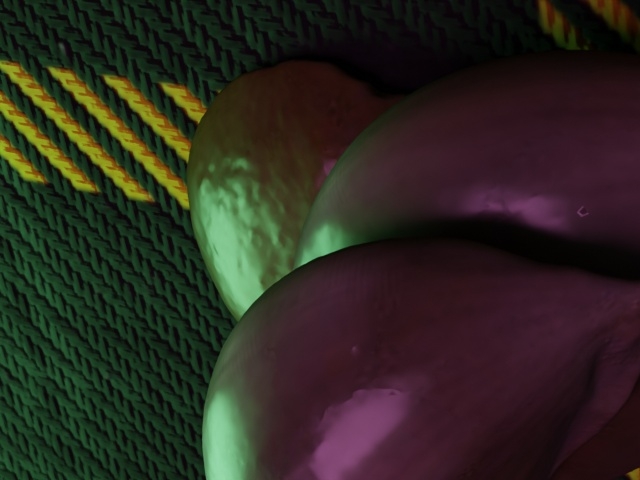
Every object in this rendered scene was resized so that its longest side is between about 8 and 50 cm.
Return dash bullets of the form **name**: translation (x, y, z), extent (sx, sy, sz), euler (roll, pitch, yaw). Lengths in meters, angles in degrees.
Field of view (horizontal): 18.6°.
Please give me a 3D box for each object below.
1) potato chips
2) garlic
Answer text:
- **potato chips**: translation (-0.001, 0.001, 1.055), extent (0.208, 0.062, 0.195), euler (-22, 104, 47)
- **garlic**: translation (0.095, 0.054, 0.878), extent (0.340, 0.231, 0.246), euler (-23, 105, 32)
